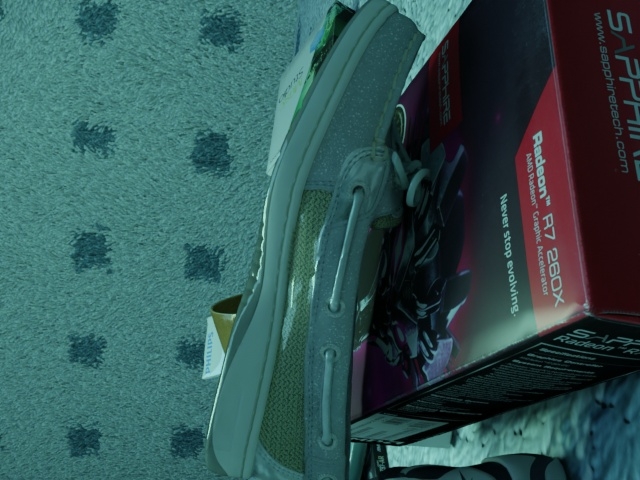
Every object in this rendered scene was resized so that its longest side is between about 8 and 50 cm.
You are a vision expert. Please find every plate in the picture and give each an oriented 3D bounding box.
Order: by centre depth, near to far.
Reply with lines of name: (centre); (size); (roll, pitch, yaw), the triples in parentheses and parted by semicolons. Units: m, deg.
plate: (0.045, 0.296, 0.978); (0.188, 0.024, 0.188); (12, -90, -89)

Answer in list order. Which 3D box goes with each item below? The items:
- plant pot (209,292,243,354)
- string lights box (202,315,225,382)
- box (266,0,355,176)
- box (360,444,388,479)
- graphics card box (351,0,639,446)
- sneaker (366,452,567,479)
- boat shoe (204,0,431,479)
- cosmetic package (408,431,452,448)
plant pot: (-0.072, 0.231, 1.323); (0.237, 0.237, 0.255); (-150, 52, -81)
string lights box: (-0.124, 0.250, 1.475); (0.076, 0.259, 0.133); (-20, 57, 36)
box: (-0.017, -0.298, 1.392); (0.232, 0.058, 0.322); (-46, 30, 41)
box: (0.069, 0.312, 0.897); (0.067, 0.018, 0.083); (-94, 12, -53)
graphics card box: (0.093, 0.002, 0.490); (0.371, 0.094, 0.233); (129, 146, -61)
sneaker: (0.066, 0.229, 0.503); (0.235, 0.153, 0.094); (105, 169, -49)
boat shoe: (0.012, 0.012, 0.451); (0.118, 0.103, 0.321); (-57, -16, -84)
cosmetic package: (0.085, 0.127, 0.759); (0.239, 0.060, 0.099); (-130, 44, -78)
